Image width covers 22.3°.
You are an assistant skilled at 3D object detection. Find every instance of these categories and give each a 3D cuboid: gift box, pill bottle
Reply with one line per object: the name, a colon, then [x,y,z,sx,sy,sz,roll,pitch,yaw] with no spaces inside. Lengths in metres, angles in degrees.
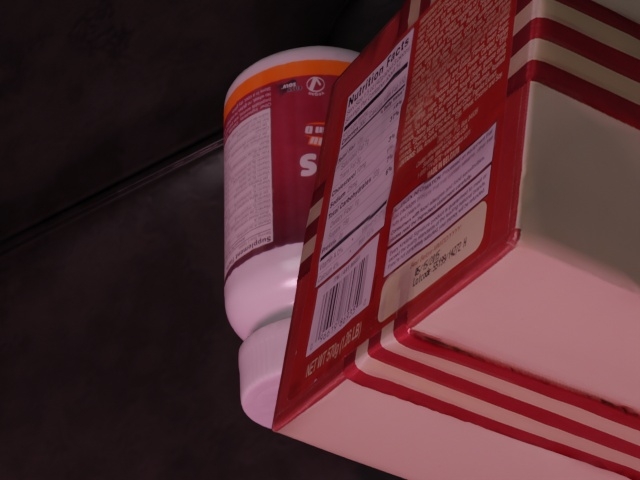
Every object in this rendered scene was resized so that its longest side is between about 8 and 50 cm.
gift box: [0.142,0.023,0.780,0.255,0.258,0.276,-39,35,56]
pill bottle: [0.000,0.000,1.006,0.121,0.121,0.221,-18,56,24]
